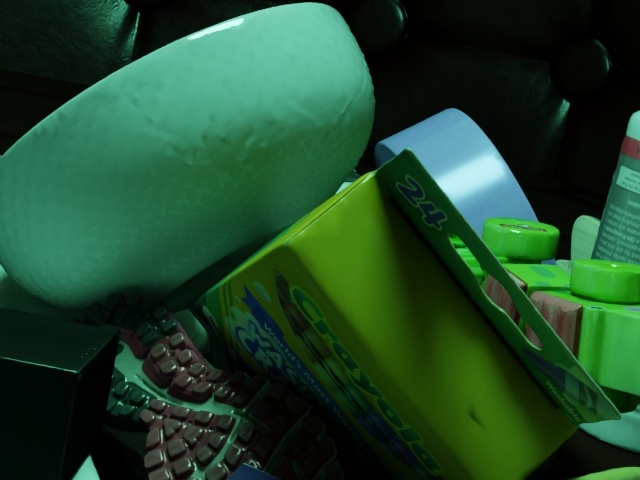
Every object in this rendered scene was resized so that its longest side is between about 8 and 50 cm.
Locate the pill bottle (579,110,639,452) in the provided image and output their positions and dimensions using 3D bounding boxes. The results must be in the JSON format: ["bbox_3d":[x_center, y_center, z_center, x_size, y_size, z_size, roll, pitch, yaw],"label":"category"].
[{"bbox_3d":[0.350,0.044,1.461,0.176,0.318,0.176,13,11,-3],"label":"pill bottle"}]

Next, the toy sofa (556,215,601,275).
[{"bbox_3d":[0.425,0.102,1.632,0.150,0.177,0.362,4,14,-38],"label":"toy sofa"}]

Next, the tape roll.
[{"bbox_3d":[0.157,0.002,1.568,0.090,0.275,0.275,-27,19,-6],"label":"tape roll"}]

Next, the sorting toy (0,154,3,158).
[{"bbox_3d":[-0.365,-0.071,1.385,0.347,0.047,0.196,17,12,20],"label":"sorting toy"}]

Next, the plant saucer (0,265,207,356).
[{"bbox_3d":[-0.294,0.022,1.391,0.400,0.100,0.400,13,11,-3],"label":"plant saucer"}]

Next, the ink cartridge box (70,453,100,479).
[{"bbox_3d":[-0.294,0.146,0.878,0.308,0.091,0.385,9,5,-17],"label":"ink cartridge box"}]

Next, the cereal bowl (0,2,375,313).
[{"bbox_3d":[-0.096,-0.039,1.182,0.141,0.339,0.339,60,25,10],"label":"cereal bowl"}]

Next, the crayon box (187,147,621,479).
[{"bbox_3d":[0.035,0.076,0.976,0.203,0.083,0.323,52,-21,-2],"label":"crayon box"}]

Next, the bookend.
[{"bbox_3d":[-0.208,0.081,0.862,0.157,0.072,0.156,11,6,-1],"label":"bookend"}]

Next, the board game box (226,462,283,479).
[{"bbox_3d":[-0.009,0.208,0.842,0.170,0.048,0.141,21,30,19],"label":"board game box"}]

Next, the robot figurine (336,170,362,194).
[{"bbox_3d":[-0.003,0.001,1.654,0.209,0.173,0.278,-8,17,-13],"label":"robot figurine"}]

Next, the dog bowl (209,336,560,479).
[{"bbox_3d":[0.061,0.121,1.310,0.349,0.102,0.349,12,12,-3],"label":"dog bowl"}]

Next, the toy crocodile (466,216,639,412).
[{"bbox_3d":[0.180,0.058,1.216,0.105,0.115,0.340,1,14,-28],"label":"toy crocodile"}]

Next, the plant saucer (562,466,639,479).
[{"bbox_3d":[0.197,0.257,0.754,0.333,0.081,0.333,0,29,-48],"label":"plant saucer"}]

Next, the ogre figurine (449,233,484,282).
[{"bbox_3d":[0.072,0.039,1.169,0.097,0.118,0.197,-1,17,-38],"label":"ogre figurine"}]

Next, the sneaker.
[{"bbox_3d":[-0.072,0.145,1.041,0.299,0.121,0.112,40,-17,44],"label":"sneaker"}]
